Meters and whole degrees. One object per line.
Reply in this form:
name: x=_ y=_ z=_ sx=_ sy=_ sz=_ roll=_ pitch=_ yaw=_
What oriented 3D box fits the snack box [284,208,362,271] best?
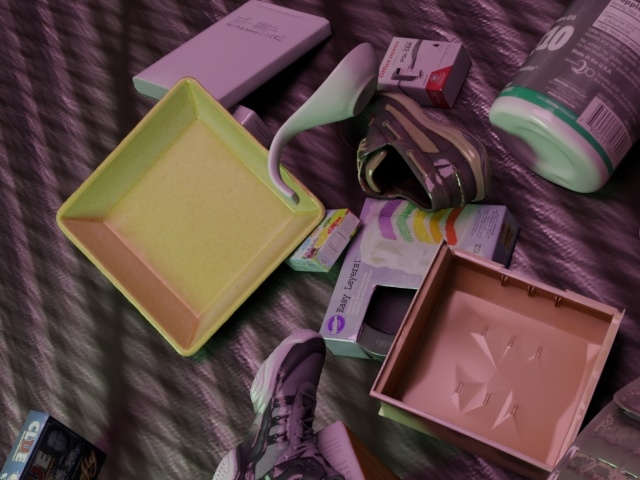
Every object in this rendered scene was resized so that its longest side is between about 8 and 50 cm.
snack box: x=0.000 y=0.000 z=2.010 sx=0.100 sy=0.037 sz=0.141 roll=-54 pitch=18 yaw=-13

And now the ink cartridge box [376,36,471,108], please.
ink cartridge box: x=0.170 y=-0.282 z=2.134 sx=0.135 sy=0.056 sz=0.099 roll=11 pitch=67 yaw=33

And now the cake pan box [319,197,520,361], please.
cake pan box: x=0.146 y=0.066 z=1.914 sx=0.246 sy=0.070 sz=0.267 roll=5 pitch=63 yaw=33

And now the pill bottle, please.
pill bottle: x=0.431 y=-0.266 z=1.888 sx=0.204 sy=0.204 sz=0.361 roll=30 pitch=76 yaw=38

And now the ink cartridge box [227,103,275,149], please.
ink cartridge box: x=-0.212 y=-0.143 z=2.225 sx=0.160 sy=0.092 sz=0.219 roll=29 pitch=77 yaw=39

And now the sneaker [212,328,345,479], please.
sneaker: x=-0.021 y=0.248 z=1.587 sx=0.153 sy=0.101 sz=0.268 roll=16 pitch=73 yaw=34

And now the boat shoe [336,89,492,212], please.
boat shoe: x=0.115 y=-0.139 z=1.975 sx=0.130 sy=0.132 sz=0.355 roll=-27 pitch=30 yaw=-23

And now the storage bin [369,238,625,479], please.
storage bin: x=0.242 y=0.159 z=1.710 sx=0.262 sy=0.123 sz=0.260 roll=21 pitch=71 yaw=15

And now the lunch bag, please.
lunch bag: x=0.436 y=0.296 z=1.546 sx=0.235 sy=0.169 sz=0.287 roll=27 pitch=67 yaw=41

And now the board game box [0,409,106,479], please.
board game box: x=-0.433 y=0.403 z=1.941 sx=0.042 sy=0.165 sz=0.243 roll=8 pitch=65 yaw=32

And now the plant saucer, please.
plant saucer: x=-0.207 y=-0.039 z=2.077 sx=0.333 sy=0.081 sz=0.333 roll=45 pitch=95 yaw=10

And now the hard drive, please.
hard drive: x=-0.156 y=-0.330 z=2.275 sx=0.203 sy=0.040 sz=0.307 roll=22 pitch=49 yaw=37

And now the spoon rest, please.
spoon rest: x=0.002 y=-0.192 z=1.985 sx=0.084 sy=0.137 sz=0.276 roll=31 pitch=83 yaw=14

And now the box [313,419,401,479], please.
box: x=0.050 y=0.442 z=1.621 sx=0.168 sy=0.215 sz=0.345 roll=-29 pitch=51 yaw=8
